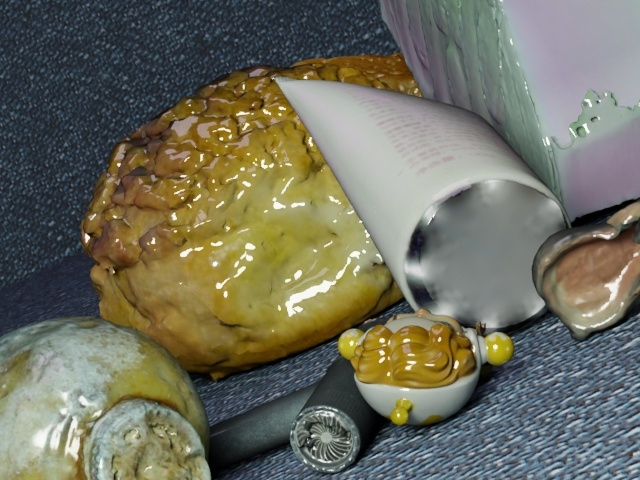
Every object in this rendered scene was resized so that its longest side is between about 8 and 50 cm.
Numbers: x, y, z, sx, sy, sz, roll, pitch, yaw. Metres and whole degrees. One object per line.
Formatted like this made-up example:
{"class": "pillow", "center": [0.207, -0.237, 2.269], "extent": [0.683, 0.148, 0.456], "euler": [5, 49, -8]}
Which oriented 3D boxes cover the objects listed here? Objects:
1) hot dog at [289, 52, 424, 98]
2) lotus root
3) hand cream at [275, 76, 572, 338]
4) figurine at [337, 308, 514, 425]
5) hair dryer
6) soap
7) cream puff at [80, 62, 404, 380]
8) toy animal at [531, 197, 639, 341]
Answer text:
{"class": "hot dog", "center": [0.091, -0.099, 1.878], "extent": [0.257, 0.153, 0.150], "euler": [-4, 24, -6]}
{"class": "lotus root", "center": [-0.193, 0.137, 1.202], "extent": [0.349, 0.175, 0.175], "euler": [-17, 11, 47]}
{"class": "hand cream", "center": [0.079, -0.046, 1.393], "extent": [0.185, 0.118, 0.358], "euler": [9, 19, -14]}
{"class": "figurine", "center": [0.062, 0.074, 1.167], "extent": [0.101, 0.068, 0.143], "euler": [-1, 4, -6]}
{"class": "hair dryer", "center": [-0.040, 0.127, 1.230], "extent": [0.195, 0.050, 0.173], "euler": [-28, 5, 19]}
{"class": "soap", "center": [0.181, -0.189, 1.653], "extent": [0.156, 0.261, 0.446], "euler": [-16, 28, -11]}
{"class": "cream puff", "center": [-0.042, -0.033, 1.632], "extent": [0.343, 0.231, 0.327], "euler": [-20, 6, 36]}
{"class": "toy animal", "center": [0.289, -0.051, 1.130], "extent": [0.343, 0.106, 0.168], "euler": [-30, 9, -9]}
